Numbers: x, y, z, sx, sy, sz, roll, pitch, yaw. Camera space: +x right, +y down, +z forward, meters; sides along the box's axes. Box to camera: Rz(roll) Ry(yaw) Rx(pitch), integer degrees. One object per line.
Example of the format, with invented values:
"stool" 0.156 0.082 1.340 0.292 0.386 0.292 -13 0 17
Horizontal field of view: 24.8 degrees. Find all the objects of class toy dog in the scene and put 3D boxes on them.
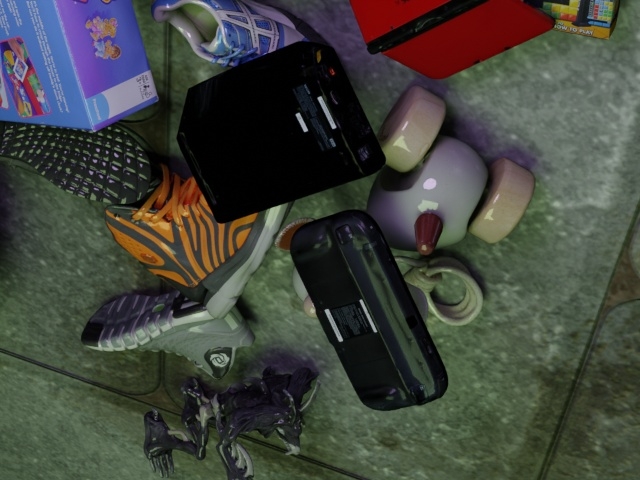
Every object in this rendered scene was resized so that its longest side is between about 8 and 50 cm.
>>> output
"toy dog" 0.071 0.007 1.452 0.220 0.161 0.333 21 139 5

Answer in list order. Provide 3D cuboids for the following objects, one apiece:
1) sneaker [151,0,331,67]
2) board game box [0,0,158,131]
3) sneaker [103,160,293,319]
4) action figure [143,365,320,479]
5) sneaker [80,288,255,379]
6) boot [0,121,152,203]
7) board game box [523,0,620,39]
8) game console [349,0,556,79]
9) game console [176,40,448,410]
"sneaker" -0.072 -0.186 1.389 0.211 0.081 0.080 33 137 -9
"board game box" -0.287 -0.276 1.287 0.233 0.078 0.347 10 122 44
"sneaker" -0.130 -0.041 1.536 0.180 0.124 0.321 29 139 -4
"action figure" -0.089 0.232 1.779 0.276 0.164 0.141 -12 110 47
"sneaker" -0.177 0.128 1.767 0.229 0.086 0.132 -13 128 35
"boot" -0.274 -0.104 1.548 0.246 0.161 0.083 18 94 9
"board game box" 0.171 -0.251 1.223 0.170 0.048 0.141 13 138 15
"game console" 0.107 -0.211 1.251 0.144 0.085 0.124 -21 89 42
"game console" 0.000 0.000 1.368 0.213 0.044 0.361 -15 103 46
